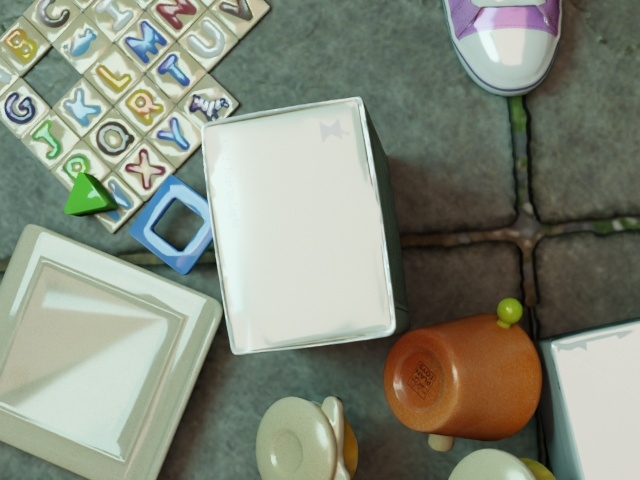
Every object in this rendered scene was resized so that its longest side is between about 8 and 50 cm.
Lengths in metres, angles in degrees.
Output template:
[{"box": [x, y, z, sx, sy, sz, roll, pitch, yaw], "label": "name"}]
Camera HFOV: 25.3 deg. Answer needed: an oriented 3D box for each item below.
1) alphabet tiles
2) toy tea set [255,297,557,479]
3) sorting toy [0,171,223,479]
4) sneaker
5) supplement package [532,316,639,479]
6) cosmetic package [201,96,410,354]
[{"box": [-0.166, -0.158, 1.243, 0.198, 0.009, 0.237, 45, 92, 8], "label": "alphabet tiles"}, {"box": [0.065, 0.187, 1.098, 0.336, 0.124, 0.200, -32, 67, 39], "label": "toy tea set"}, {"box": [-0.196, 0.103, 1.211, 0.196, 0.047, 0.348, 22, 90, 11], "label": "sorting toy"}, {"box": [0.143, -0.262, 1.139, 0.102, 0.161, 0.282, -3, 87, 5], "label": "sneaker"}, {"box": [0.254, 0.154, 1.072, 0.149, 0.203, 0.194, -12, 86, 2], "label": "supplement package"}, {"box": [0.000, 0.000, 1.061, 0.113, 0.309, 0.160, -8, 85, 6], "label": "cosmetic package"}]
